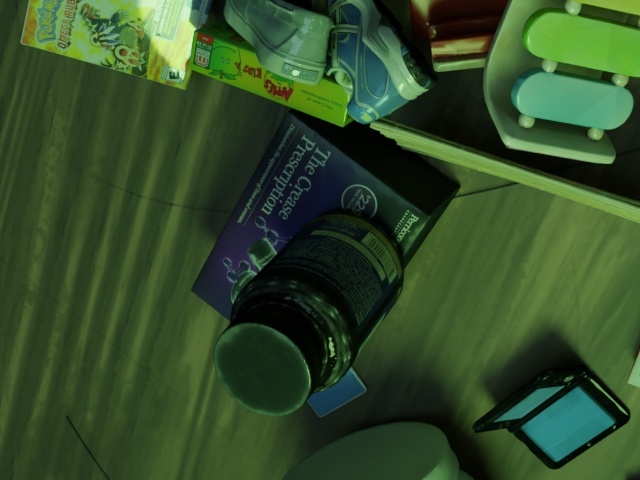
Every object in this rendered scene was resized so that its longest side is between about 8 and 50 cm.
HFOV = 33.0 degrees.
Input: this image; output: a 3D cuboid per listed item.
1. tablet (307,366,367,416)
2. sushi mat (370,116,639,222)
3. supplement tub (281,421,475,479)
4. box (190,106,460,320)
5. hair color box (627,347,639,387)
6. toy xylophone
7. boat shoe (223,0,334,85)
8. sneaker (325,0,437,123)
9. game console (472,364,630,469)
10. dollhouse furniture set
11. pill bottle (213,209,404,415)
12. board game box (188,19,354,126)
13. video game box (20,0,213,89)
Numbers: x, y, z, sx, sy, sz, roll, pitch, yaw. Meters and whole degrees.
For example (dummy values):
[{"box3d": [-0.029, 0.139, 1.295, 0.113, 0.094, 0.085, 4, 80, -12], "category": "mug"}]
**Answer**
[{"box3d": [0.012, 0.174, 1.292, 0.083, 0.006, 0.054, -35, 92, 33], "category": "tablet"}, {"box3d": [0.207, -0.056, 1.009, 0.316, 0.151, 0.019, 20, 93, 19], "category": "sushi mat"}, {"box3d": [0.099, 0.397, 1.202, 0.241, 0.241, 0.331, -13, 105, 31], "category": "supplement tub"}, {"box3d": [0.000, 0.000, 1.169, 0.184, 0.103, 0.261, 35, 123, 7], "category": "box"}, {"box3d": [0.357, 0.086, 1.051, 0.072, 0.043, 0.141, 21, 120, 18], "category": "hair color box"}, {"box3d": [0.261, -0.217, 0.872, 0.236, 0.081, 0.323, -1, 123, -19], "category": "toy xylophone"}, {"box3d": [-0.034, -0.222, 1.045, 0.079, 0.227, 0.081, 14, 113, -24], "category": "boat shoe"}, {"box3d": [0.033, -0.190, 1.018, 0.081, 0.211, 0.080, -40, 129, 15], "category": "sneaker"}, {"box3d": [0.243, 0.192, 1.143, 0.122, 0.107, 0.071, -46, 58, 33], "category": "game console"}, {"box3d": [0.120, -0.290, 0.908, 0.261, 0.135, 0.259, -5, 129, 6], "category": "dollhouse furniture set"}, {"box3d": [-0.009, 0.066, 1.009, 0.122, 0.219, 0.123, 10, 117, 20], "category": "pill bottle"}, {"box3d": [-0.033, -0.177, 1.112, 0.181, 0.092, 0.043, 23, 120, 18], "category": "board game box"}, {"box3d": [-0.203, -0.278, 1.136, 0.187, 0.048, 0.205, 15, 121, -11], "category": "video game box"}]
